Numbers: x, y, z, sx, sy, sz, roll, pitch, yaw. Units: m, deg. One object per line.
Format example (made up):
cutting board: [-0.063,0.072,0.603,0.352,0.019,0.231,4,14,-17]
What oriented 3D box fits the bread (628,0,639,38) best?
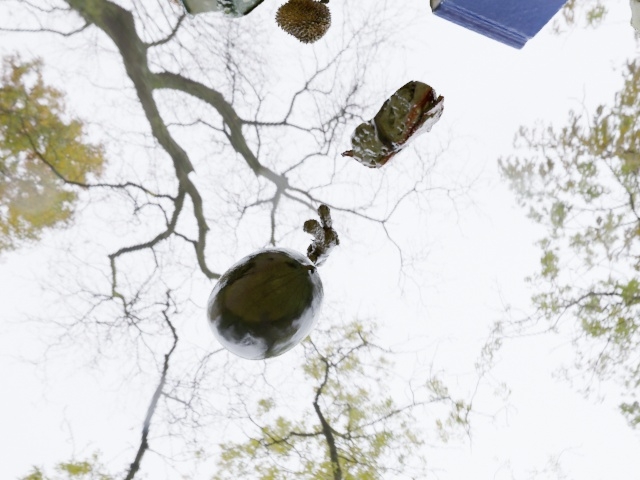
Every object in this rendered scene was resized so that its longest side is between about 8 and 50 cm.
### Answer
bread: [0.680,-0.494,1.189,0.103,0.110,0.156,27,-83,59]

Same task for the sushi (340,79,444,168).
sushi: [0.178,-0.278,1.429,0.124,0.332,0.130,-26,-102,-42]

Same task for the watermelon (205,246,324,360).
watermelon: [-0.041,0.047,0.441,0.110,0.078,0.078,-42,-133,43]

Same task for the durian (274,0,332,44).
durian: [-0.041,-0.650,1.727,0.168,0.137,0.158,30,-126,29]

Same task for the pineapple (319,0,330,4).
pineapple: [0.026,-0.384,0.726,0.157,0.278,0.158,1,-95,-16]

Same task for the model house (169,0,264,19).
model house: [-0.244,-0.588,1.251,0.300,0.190,0.271,1,-136,31]

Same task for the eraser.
eraser: [0.132,-0.181,0.431,0.084,0.063,0.027,13,-120,-20]

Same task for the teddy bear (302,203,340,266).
teddy bear: [0.008,0.002,1.338,0.078,0.160,0.119,23,-129,16]
